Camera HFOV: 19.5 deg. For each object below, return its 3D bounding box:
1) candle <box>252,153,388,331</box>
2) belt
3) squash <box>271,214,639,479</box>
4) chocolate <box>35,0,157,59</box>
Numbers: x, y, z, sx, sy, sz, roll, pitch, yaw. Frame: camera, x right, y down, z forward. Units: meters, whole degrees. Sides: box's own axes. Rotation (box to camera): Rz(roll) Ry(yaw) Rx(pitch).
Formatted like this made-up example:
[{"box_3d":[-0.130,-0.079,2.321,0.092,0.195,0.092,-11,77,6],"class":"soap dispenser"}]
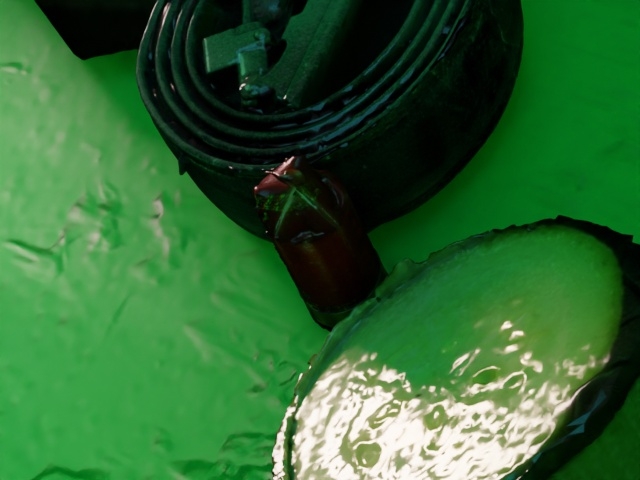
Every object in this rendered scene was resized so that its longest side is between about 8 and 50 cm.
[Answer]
[{"box_3d":[0.000,0.000,1.010,0.052,0.131,0.052,-9,56,14],"class":"candle"},{"box_3d":[0.016,-0.124,1.100,0.206,0.116,0.267,21,70,33],"class":"belt"},{"box_3d":[0.091,0.095,0.945,0.220,0.133,0.220,-23,39,20],"class":"squash"},{"box_3d":[-0.127,-0.348,1.204,0.326,0.297,0.314,-35,47,-2],"class":"chocolate"}]
